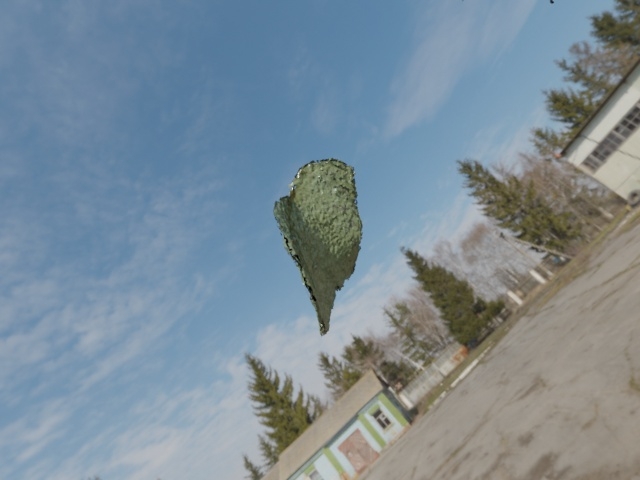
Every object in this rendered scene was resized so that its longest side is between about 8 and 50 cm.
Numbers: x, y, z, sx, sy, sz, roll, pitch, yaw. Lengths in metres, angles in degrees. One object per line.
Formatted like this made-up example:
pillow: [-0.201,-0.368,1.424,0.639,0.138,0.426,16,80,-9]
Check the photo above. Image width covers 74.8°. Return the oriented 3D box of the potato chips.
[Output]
potato chips: [0.005,-0.004,0.557,0.059,0.167,0.228,-19,36,39]

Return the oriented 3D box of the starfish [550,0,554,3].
starfish: [0.339,-0.505,0.604,0.078,0.357,0.347,27,-64,-36]
